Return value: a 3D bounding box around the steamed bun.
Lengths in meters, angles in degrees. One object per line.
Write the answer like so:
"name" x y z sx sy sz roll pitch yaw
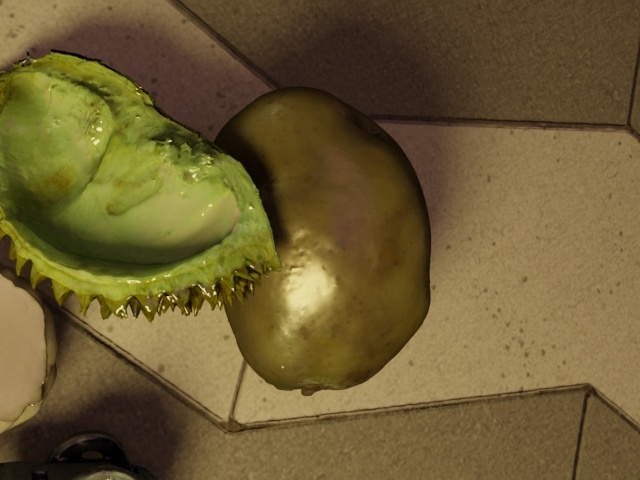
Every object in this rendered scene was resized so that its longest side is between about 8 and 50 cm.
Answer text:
"steamed bun" -0.346 0.112 0.841 0.182 0.106 0.183 1 87 -24

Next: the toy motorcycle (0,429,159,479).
"toy motorcycle" -0.306 0.294 0.801 0.358 0.125 0.213 6 102 -24

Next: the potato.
"potato" 0.000 0.000 0.937 0.243 0.221 0.327 -15 87 8

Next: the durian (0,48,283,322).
"durian" -0.218 -0.051 0.854 0.394 0.198 0.163 44 30 20
